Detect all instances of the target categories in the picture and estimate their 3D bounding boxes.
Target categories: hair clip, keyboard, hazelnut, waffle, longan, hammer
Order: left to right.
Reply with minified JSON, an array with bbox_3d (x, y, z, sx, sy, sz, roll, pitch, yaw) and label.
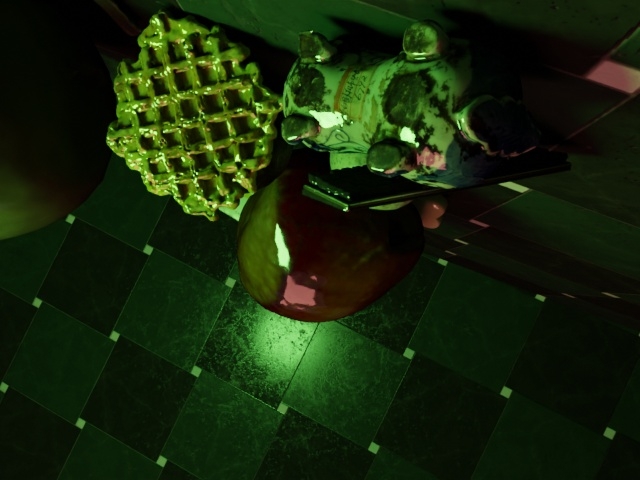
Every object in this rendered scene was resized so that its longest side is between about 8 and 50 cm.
[{"bbox_3d":[-0.513,-0.202,0.884,0.404,0.404,0.436,20,-152,29],"label":"longan"},{"bbox_3d":[-0.301,-0.328,0.719,0.125,0.027,0.297,20,178,14],"label":"hammer"},{"bbox_3d":[-0.171,-0.162,0.787,0.245,0.254,0.052,33,-158,5],"label":"waffle"},{"bbox_3d":[0.000,0.000,1.251,0.402,0.402,0.429,22,165,-21],"label":"hazelnut"},{"bbox_3d":[0.204,-0.093,1.350,0.159,0.071,0.218,35,168,-23],"label":"hair clip"},{"bbox_3d":[0.137,-0.078,0.661,0.317,0.027,0.106,-13,-158,-27],"label":"keyboard"}]

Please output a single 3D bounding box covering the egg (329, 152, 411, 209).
[{"bbox_3d":[0.082,-0.116,0.834,0.141,0.141,0.182,22,-171,-18],"label":"egg"}]

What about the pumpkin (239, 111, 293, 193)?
[{"bbox_3d":[-0.162,-0.168,0.935,0.237,0.159,0.238,13,-149,-8],"label":"pumpkin"}]

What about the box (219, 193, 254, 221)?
[{"bbox_3d":[-0.219,-0.157,1.575,0.332,0.173,0.145,31,-178,19],"label":"box"}]

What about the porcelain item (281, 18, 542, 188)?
[{"bbox_3d":[0.086,-0.130,0.608,0.186,0.138,0.288,8,-172,-43],"label":"porcelain item"}]
